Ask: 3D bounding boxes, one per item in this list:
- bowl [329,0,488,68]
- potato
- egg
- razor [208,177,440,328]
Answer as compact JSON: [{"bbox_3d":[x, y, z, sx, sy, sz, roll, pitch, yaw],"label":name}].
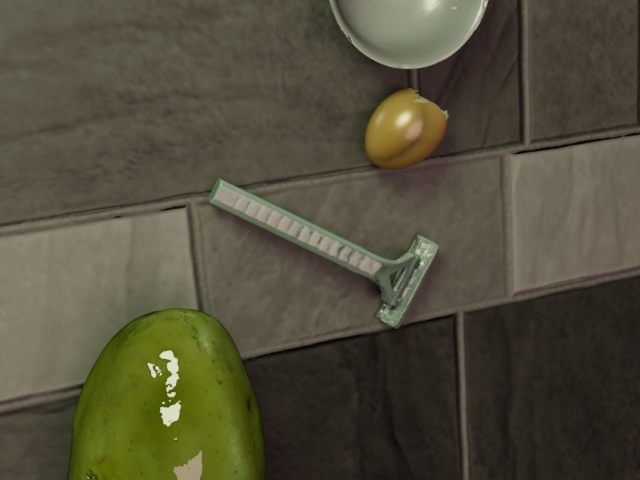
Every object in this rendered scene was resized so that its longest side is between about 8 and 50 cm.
[{"bbox_3d":[0.077,-0.278,1.081,0.189,0.086,0.189,-5,104,-21],"label":"bowl"},{"bbox_3d":[-0.154,0.223,1.043,0.216,0.216,0.304,11,78,-24],"label":"potato"},{"bbox_3d":[0.092,-0.120,1.131,0.080,0.080,0.096,38,87,-25],"label":"egg"},{"bbox_3d":[0.003,0.002,1.139,0.278,0.056,0.111,25,95,-25],"label":"razor"}]
